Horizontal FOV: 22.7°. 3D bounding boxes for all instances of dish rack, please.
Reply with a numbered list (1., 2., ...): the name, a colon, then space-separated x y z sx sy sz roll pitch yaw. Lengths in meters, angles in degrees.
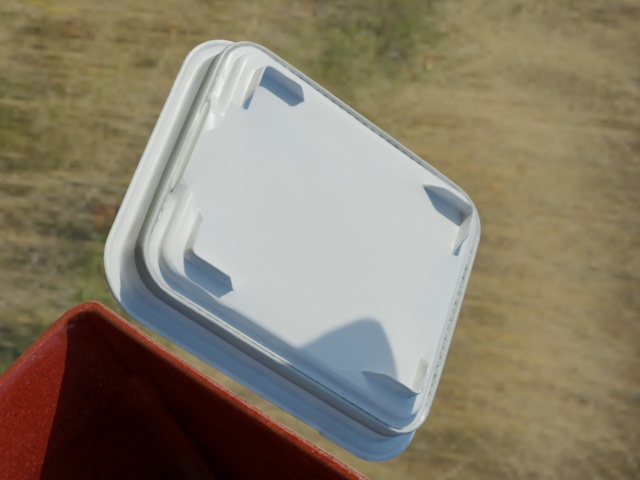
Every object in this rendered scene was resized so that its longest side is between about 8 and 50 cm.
1. dish rack: 0.000 0.000 1.356 0.333 0.072 0.285 33 59 -23

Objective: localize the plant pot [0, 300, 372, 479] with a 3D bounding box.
1. plant pot: -0.070 0.226 0.656 0.267 0.267 0.235 -46 121 -13
